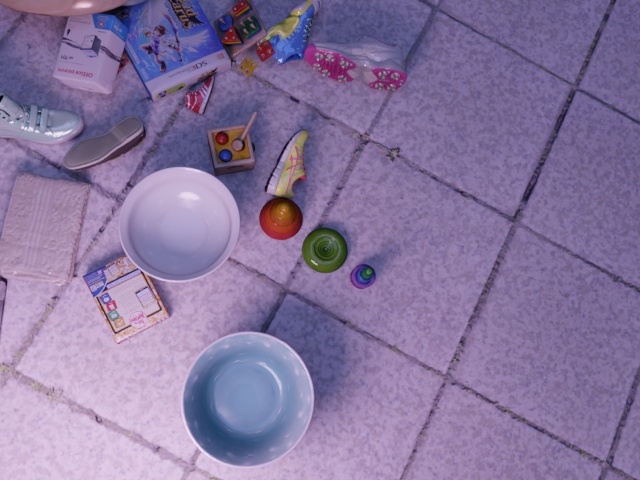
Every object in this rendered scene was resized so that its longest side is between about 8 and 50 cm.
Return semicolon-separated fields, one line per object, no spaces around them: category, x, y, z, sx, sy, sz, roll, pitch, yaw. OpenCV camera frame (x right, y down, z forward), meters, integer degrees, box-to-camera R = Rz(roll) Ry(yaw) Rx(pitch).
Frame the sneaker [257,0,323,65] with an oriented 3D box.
sneaker;-0.064;-0.597;1.797;0.240;0.091;0.126;-40;98;-7

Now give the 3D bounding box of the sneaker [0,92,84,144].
sneaker;-0.749;-0.316;1.587;0.255;0.151;0.094;-2;76;-10

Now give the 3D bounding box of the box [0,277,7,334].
box;-0.874;0.202;1.501;0.183;0.056;0.231;3;77;-9

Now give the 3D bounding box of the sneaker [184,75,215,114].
sneaker;-0.339;-0.415;1.728;0.067;0.042;0.119;19;78;-7

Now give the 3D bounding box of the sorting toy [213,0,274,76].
sorting toy;-0.231;-0.597;1.744;0.132;0.046;0.275;-28;74;16

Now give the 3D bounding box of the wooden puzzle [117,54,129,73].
wooden puzzle;-0.574;-0.487;1.721;0.049;0.006;0.083;37;81;6

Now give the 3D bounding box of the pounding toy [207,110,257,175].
pounding toy;-0.229;-0.262;1.680;0.141;0.100;0.130;-11;80;-11

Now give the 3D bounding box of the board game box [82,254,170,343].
board game box;-0.492;0.144;1.578;0.146;0.045;0.194;-27;83;-14

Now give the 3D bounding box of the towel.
towel;-0.706;-0.031;1.584;0.187;0.049;0.282;9;75;-8

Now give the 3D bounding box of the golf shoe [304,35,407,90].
golf shoe;0.104;-0.531;1.797;0.306;0.115;0.140;12;67;-14

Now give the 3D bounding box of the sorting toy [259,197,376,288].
sorting toy;0.000;0.000;1.645;0.365;0.126;0.127;36;75;1

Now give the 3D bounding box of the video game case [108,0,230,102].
video game case;-0.421;-0.556;1.738;0.244;0.061;0.270;-28;83;-14

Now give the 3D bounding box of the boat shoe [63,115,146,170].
boat shoe;-0.565;-0.243;1.640;0.227;0.069;0.081;-33;72;-14

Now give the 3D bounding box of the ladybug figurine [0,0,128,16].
ladybug figurine;-0.685;-0.721;1.623;0.449;0.162;0.305;9;52;9

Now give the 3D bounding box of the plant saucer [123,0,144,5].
plant saucer;-0.525;-0.699;1.735;0.194;0.037;0.195;-7;47;8

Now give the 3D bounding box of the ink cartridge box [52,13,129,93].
ink cartridge box;-0.612;-0.503;1.655;0.139;0.082;0.191;11;83;13

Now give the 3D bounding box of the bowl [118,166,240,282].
bowl;-0.355;-0.029;1.592;0.297;0.134;0.298;2;77;-8

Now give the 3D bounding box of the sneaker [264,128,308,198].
sneaker;-0.073;-0.207;1.710;0.094;0.081;0.209;26;81;-9

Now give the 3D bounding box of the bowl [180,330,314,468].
bowl;-0.178;0.384;1.512;0.311;0.163;0.312;2;77;-8
